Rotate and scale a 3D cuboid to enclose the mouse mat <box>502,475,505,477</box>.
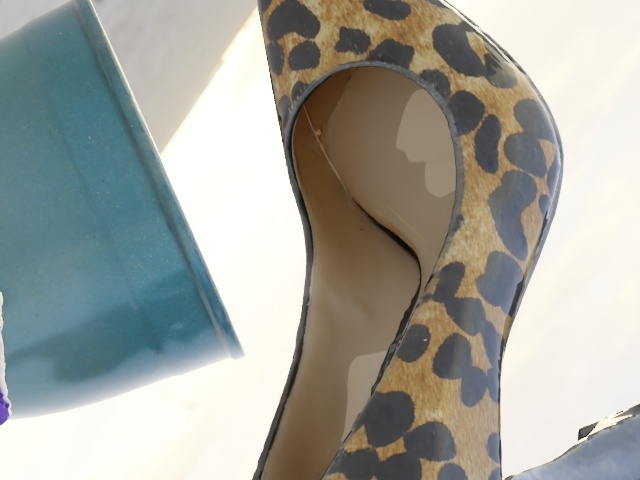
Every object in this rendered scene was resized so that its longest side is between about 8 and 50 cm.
[{"bbox_3d":[0.082,0.137,0.790,0.189,0.152,0.007,21,-75,37],"label":"mouse mat"}]

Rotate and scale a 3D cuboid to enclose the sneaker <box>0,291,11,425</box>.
[{"bbox_3d":[-0.144,0.067,0.546,0.068,0.071,0.170,-6,-163,29],"label":"sneaker"}]

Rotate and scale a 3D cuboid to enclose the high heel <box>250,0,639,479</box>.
[{"bbox_3d":[0.000,0.000,0.570,0.186,0.261,0.093,-14,159,-45],"label":"high heel"}]

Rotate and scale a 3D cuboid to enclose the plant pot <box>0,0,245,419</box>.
[{"bbox_3d":[-0.219,0.006,1.190,0.255,0.272,0.271,-24,-168,-3],"label":"plant pot"}]
